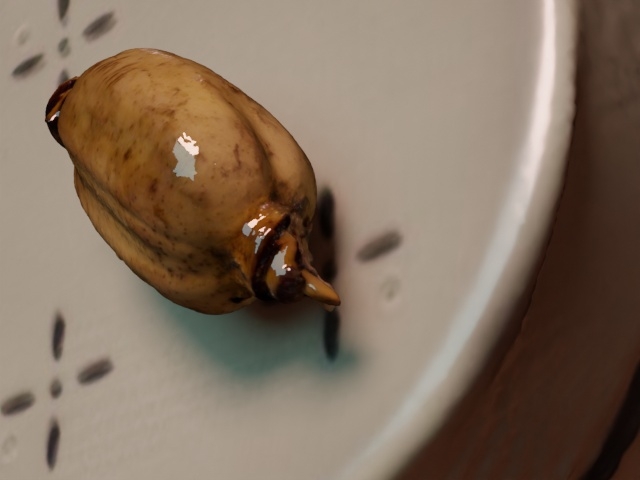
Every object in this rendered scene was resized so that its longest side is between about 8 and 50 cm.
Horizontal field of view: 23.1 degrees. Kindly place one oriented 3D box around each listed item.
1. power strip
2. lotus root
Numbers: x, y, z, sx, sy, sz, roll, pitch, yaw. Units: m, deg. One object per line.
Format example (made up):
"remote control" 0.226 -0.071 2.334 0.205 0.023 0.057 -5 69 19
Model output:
"power strip" 0.000 0.000 0.607 0.357 0.161 0.357 -20 59 36
"lotus root" -0.040 -0.020 0.490 0.152 0.063 0.072 40 138 42
